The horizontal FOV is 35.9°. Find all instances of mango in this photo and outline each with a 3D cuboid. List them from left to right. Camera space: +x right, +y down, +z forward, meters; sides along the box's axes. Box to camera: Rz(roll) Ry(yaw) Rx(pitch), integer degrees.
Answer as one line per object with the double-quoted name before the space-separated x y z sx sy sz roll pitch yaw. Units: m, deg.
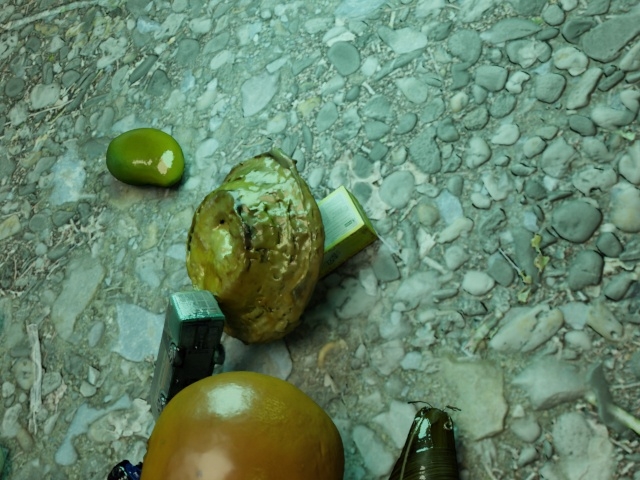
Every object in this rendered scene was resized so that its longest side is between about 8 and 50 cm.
"mango" -0.345 -0.166 1.981 0.191 0.085 0.122 10 60 25

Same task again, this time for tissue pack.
"tissue pack" 0.000 0.000 1.686 0.176 0.062 0.095 -36 53 10

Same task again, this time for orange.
"orange" -0.112 0.342 1.418 0.312 0.312 0.312 -14 58 25

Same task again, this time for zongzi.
"zongzi" 0.118 0.338 1.427 0.184 0.084 0.187 -25 47 30

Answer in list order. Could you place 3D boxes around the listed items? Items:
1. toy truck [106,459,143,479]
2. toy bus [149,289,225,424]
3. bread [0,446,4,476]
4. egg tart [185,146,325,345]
"toy truck" -0.274 0.457 1.512 0.161 0.213 0.177 -47 55 3
"toy bus" -0.219 0.203 1.612 0.109 0.091 0.261 60 142 43
"bread" -0.680 0.461 1.828 0.183 0.102 0.337 -13 60 26
"egg tart" -0.130 0.012 1.642 0.341 0.129 0.341 -10 78 54
